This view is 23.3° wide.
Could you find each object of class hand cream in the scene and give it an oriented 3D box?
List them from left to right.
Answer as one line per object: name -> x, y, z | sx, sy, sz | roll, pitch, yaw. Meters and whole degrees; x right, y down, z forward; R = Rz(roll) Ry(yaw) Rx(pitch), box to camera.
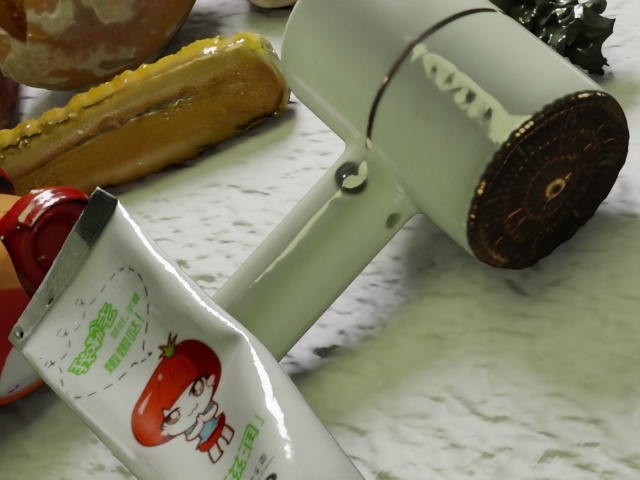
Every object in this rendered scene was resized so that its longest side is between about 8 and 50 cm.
hand cream -> -0.075, 0.096, 0.894 | 0.336, 0.076, 0.121 | 40, 100, 41

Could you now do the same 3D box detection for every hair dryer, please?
hair dryer -> 0.000, 0.000, 0.966 | 0.362, 0.128, 0.203 | -47, 54, 3

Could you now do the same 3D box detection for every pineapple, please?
pineapple -> 0.114, -0.156, 1.078 | 0.198, 0.108, 0.108 | 18, 60, 40

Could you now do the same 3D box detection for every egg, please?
egg -> -0.198, -0.232, 1.325 | 0.233, 0.195, 0.195 | -37, 34, 16

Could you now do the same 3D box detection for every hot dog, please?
hot dog -> -0.157, -0.090, 1.232 | 0.289, 0.083, 0.068 | -19, 20, 19

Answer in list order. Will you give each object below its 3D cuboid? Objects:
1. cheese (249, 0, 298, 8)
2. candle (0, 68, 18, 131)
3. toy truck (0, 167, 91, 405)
cheese -> -0.009, -0.300, 1.321 | 0.235, 0.117, 0.218 | -2, 48, 41
candle -> -0.385, -0.161, 1.451 | 0.287, 0.131, 0.317 | 19, 70, 40
toy truck -> -0.282, 0.068, 1.082 | 0.265, 0.239, 0.189 | -8, 17, -40
